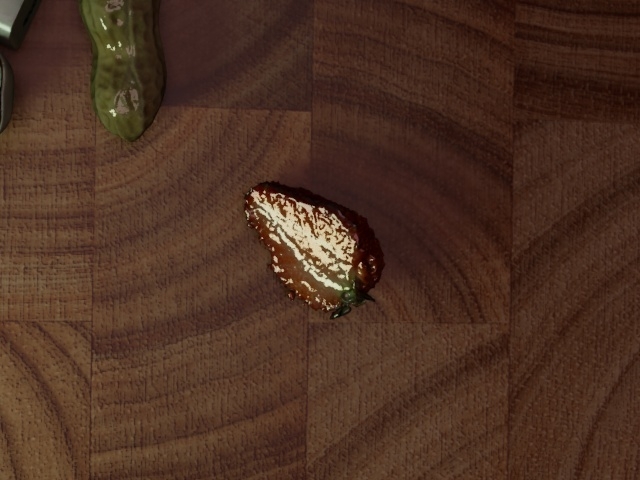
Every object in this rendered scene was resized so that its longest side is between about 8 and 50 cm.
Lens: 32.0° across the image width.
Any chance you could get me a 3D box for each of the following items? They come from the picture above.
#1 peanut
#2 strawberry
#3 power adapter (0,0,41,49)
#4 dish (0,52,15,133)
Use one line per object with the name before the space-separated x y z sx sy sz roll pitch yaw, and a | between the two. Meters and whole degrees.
peanut | -0.291 -0.294 1.639 0.120 0.136 0.298 -4 92 23
strawberry | 0.005 -0.003 1.716 0.175 0.107 0.236 -22 94 27
power adapter | -0.510 -0.381 1.605 0.205 0.125 0.130 25 86 -7
dish | -0.497 -0.216 1.618 0.190 0.066 0.191 4 97 33
